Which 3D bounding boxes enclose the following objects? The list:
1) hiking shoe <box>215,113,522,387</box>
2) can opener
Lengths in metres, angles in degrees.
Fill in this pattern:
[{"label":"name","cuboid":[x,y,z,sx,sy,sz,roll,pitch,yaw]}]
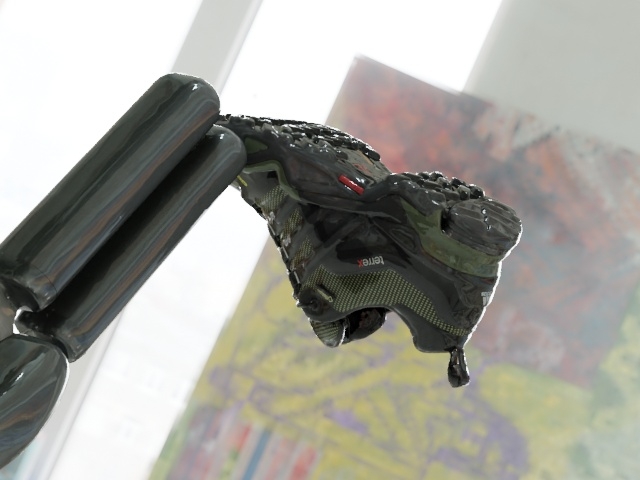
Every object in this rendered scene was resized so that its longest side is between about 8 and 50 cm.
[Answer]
[{"label":"hiking shoe","cuboid":[0.000,0.000,0.981,0.227,0.114,0.086,25,15,38]},{"label":"can opener","cuboid":[-0.123,0.029,0.877,0.093,0.280,0.074,11,-40,35]}]
